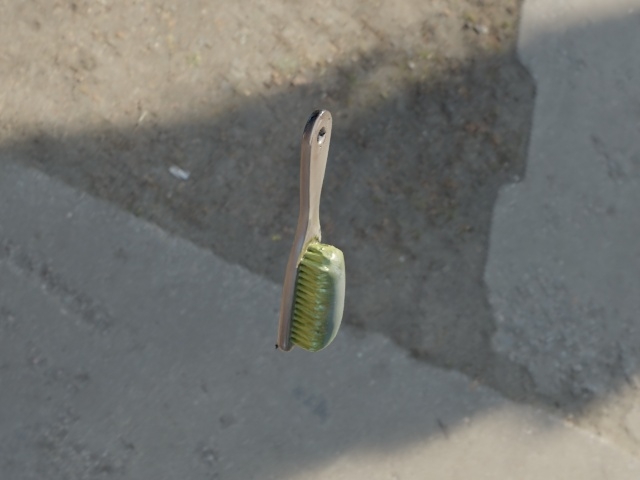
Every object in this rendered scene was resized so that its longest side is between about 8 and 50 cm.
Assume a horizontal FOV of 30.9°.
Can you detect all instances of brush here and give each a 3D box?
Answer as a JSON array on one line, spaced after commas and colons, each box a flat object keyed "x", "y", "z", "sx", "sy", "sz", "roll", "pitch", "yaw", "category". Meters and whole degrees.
[{"x": 0.002, "y": 0.000, "z": 1.251, "sx": 0.067, "sy": 0.313, "sz": 0.072, "roll": 17, "pitch": 36, "yaw": 15, "category": "brush"}]
